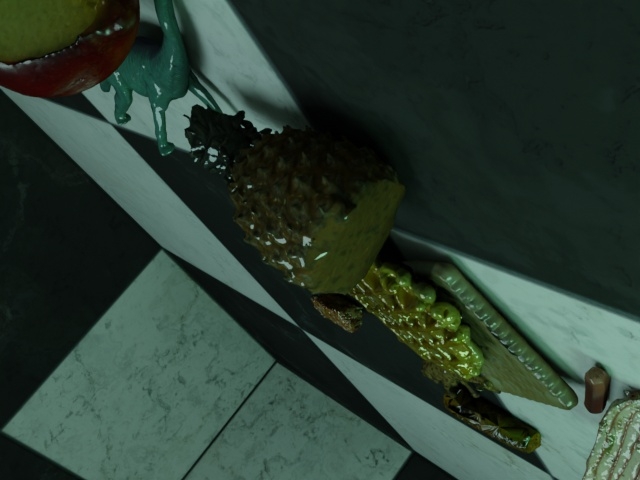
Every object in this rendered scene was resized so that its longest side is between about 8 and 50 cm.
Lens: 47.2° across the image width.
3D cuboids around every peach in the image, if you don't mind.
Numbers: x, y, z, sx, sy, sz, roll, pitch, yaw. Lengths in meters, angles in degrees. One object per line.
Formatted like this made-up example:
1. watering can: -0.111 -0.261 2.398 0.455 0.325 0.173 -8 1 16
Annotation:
1. peach: -0.351 -0.313 0.946 0.361 0.258 0.201 25 180 19

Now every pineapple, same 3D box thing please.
1. pineapple: -0.063 -0.081 0.991 0.362 0.202 0.202 33 164 31

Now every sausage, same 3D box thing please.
1. sausage: 0.402 0.220 1.068 0.030 0.035 0.147 26 163 30

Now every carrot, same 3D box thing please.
1. carrot: 0.369 0.389 1.593 0.228 0.069 0.069 25 159 41

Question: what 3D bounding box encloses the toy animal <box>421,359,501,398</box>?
1. toy animal: 0.281 0.282 1.515 0.149 0.054 0.275 34 164 8

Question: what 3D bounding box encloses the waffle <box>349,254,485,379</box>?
1. waffle: 0.140 0.117 1.193 0.301 0.058 0.281 50 164 -31

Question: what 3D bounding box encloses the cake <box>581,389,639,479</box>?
1. cake: 0.463 0.300 1.085 0.098 0.135 0.287 37 146 28

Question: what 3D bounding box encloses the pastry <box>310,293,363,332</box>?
1. pastry: 0.045 0.162 1.722 0.169 0.063 0.087 26 152 56

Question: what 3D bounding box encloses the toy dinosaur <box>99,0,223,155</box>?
1. toy dinosaur: -0.286 -0.302 1.102 0.383 0.129 0.331 28 153 32

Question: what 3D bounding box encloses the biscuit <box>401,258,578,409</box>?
1. biscuit: 0.254 0.145 1.175 0.325 0.044 0.217 45 167 -11
